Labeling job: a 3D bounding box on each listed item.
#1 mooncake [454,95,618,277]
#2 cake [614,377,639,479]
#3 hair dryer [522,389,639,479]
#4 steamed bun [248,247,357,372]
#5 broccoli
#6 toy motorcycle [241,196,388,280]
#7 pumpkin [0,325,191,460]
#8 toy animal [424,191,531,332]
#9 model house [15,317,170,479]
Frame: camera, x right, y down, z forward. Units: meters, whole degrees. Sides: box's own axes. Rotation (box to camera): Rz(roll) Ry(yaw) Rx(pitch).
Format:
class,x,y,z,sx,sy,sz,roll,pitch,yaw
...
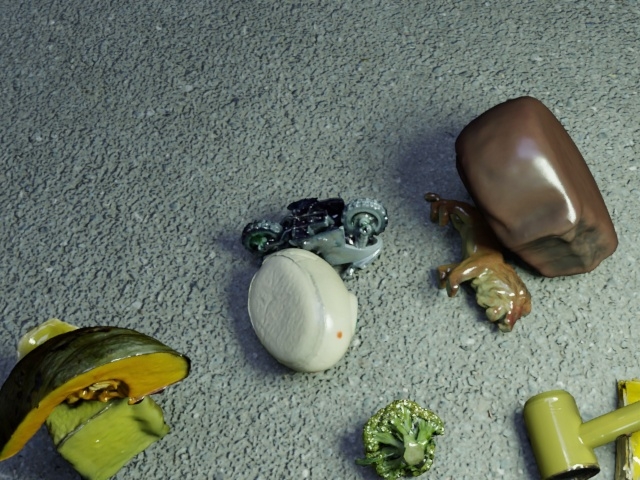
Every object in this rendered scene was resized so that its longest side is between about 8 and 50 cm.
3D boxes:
class,x,y,z,sx,sy,sz,roll,pitch,yaw
mooncake,0.367,-0.079,1.586,0.174,0.326,0.334,-27,94,22
cake,0.494,0.295,1.479,0.116,0.079,0.185,39,73,21
hair dryer,0.450,0.271,1.426,0.279,0.090,0.135,-30,53,28
steamed bun,-0.021,0.122,1.580,0.131,0.177,0.228,11,31,-41
broccoli,0.129,0.318,1.469,0.131,0.120,0.130,27,89,-17
toy motorcycle,0.000,0.000,1.669,0.270,0.159,0.106,-12,48,16
pumpkin,-0.360,0.179,1.338,0.312,0.169,0.148,-26,60,-13
toy animal,0.285,0.024,1.659,0.158,0.097,0.312,3,56,-8
model house,-0.384,0.243,1.514,0.175,0.193,0.234,-32,59,-14
